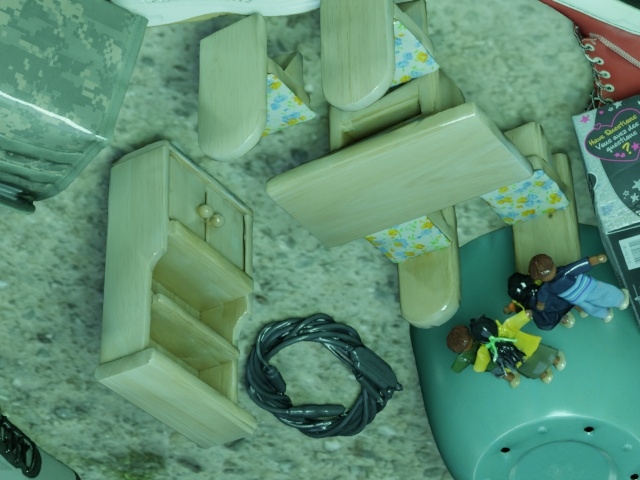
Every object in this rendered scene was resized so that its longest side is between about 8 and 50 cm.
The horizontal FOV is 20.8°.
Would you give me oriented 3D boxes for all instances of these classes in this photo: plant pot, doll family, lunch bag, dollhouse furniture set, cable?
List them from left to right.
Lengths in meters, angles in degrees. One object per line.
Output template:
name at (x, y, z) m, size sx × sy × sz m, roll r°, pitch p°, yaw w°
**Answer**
lunch bag at (-0.331, -0.138, 1.614) m, size 0.235 × 0.169 × 0.287 m, roll 24°, pitch 153°, yaw -20°
cable at (-0.009, 0.150, 1.946) m, size 0.150 × 0.047 × 0.184 m, roll -33°, pitch 124°, yaw 31°
dollhouse furniture set at (0.000, 0.000, 1.625) m, size 0.394 × 0.257 × 0.362 m, roll -20°, pitch 143°, yaw 26°
doll family at (0.196, 0.071, 1.629) m, size 0.111 × 0.076 × 0.193 m, roll 29°, pitch 111°, yaw -29°
plant pot at (0.244, 0.165, 1.827) m, size 0.293 × 0.235 × 0.293 m, roll 0°, pitch 129°, yaw 0°

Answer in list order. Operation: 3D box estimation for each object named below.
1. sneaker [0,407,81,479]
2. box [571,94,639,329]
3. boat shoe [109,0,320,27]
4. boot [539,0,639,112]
sneaker at (-0.382, 0.231, 1.979) m, size 0.271 × 0.100 × 0.108 m, roll 31°, pitch 118°, yaw -22°
box at (0.348, -0.028, 1.663) m, size 0.163 × 0.142 × 0.247 m, roll -17°, pitch 146°, yaw 11°
boat shoe at (-0.067, -0.260, 1.566) m, size 0.277 × 0.098 × 0.096 m, roll -9°, pitch 130°, yaw 10°
boot at (0.259, -0.171, 1.648) m, size 0.244 × 0.088 × 0.176 m, roll 20°, pitch 128°, yaw -20°
